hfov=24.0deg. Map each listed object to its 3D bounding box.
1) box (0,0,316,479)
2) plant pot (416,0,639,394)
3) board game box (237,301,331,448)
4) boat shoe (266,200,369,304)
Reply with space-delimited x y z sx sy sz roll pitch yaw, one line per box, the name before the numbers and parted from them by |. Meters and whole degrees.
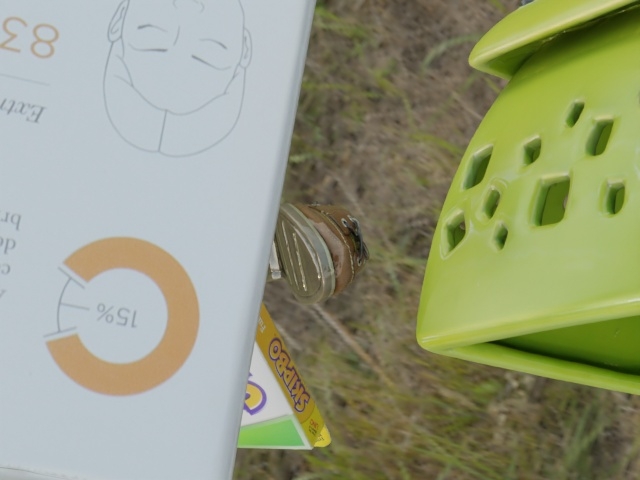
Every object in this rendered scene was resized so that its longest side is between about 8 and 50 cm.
box | -0.118 -0.087 0.560 0.168 0.215 0.345 138 143 -74
plant pot | 0.207 -0.033 0.819 0.227 0.228 0.207 -16 66 57
board game box | -0.091 0.064 1.061 0.124 0.259 0.039 -3 42 30
boat shoe | 0.000 0.000 1.694 0.307 0.104 0.110 -154 54 -74
